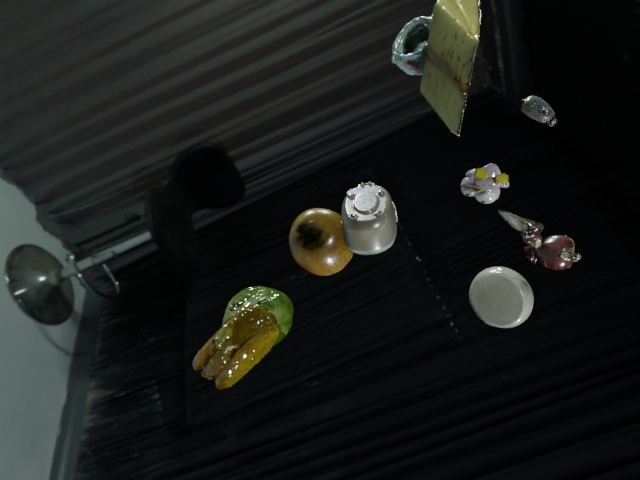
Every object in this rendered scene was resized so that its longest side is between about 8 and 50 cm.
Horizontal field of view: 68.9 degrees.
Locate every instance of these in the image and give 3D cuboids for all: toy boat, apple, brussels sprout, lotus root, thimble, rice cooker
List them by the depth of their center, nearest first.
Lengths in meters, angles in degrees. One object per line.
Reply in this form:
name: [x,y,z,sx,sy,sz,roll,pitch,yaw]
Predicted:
rice cooker: [0.122,-0.056,1.181,0.206,0.145,0.127,-84,166,-45]
brussels sprout: [-0.218,0.264,1.550,0.271,0.220,0.210,-17,113,-68]
apple: [0.000,0.000,1.807,0.264,0.265,0.264,-23,90,-84]
thimble: [0.384,-0.744,1.811,0.149,0.211,0.185,19,43,-49]
lotus root: [0.863,-0.510,1.838,0.165,0.088,0.088,39,3,7]
toy boat: [0.861,-0.076,2.024,0.210,0.066,0.084,30,-29,4]

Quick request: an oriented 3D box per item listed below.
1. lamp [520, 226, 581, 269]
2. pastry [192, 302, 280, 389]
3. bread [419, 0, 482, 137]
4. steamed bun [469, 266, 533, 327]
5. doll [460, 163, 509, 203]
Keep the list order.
lamp: [0.973,0.045,1.968,0.215,0.223,0.151,65,24,-45]
pastry: [-0.203,0.271,1.210,0.132,0.235,0.240,44,39,3]
bread: [0.515,-0.613,1.630,0.404,0.242,0.345,-118,-153,-43]
steamed bun: [0.832,0.254,2.131,0.177,0.283,0.282,-11,75,-46]
doll: [0.628,-0.218,1.793,0.365,0.160,0.094,46,60,-78]
